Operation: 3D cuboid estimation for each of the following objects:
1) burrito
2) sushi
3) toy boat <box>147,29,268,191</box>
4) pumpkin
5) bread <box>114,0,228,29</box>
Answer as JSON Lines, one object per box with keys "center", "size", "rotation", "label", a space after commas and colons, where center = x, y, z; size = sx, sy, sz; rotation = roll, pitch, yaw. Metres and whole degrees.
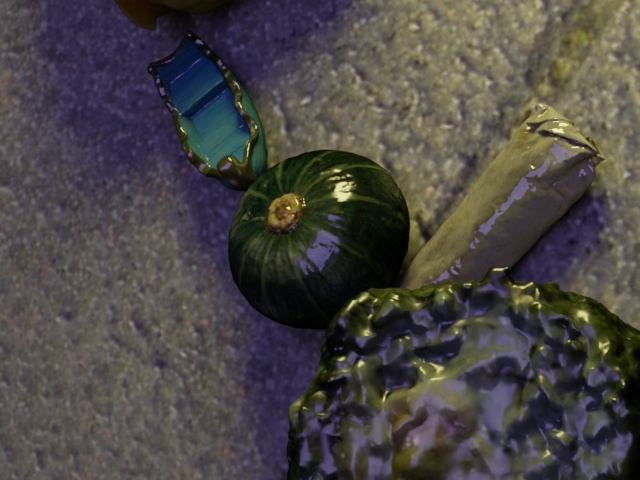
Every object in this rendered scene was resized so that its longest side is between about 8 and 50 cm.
{"center": [0.132, 0.007, 1.651], "size": [0.275, 0.059, 0.082], "rotation": [-51, 57, 8], "label": "burrito"}
{"center": [0.118, 0.198, 1.525], "size": [0.294, 0.178, 0.351], "rotation": [7, 86, 16], "label": "sushi"}
{"center": [-0.101, -0.111, 1.761], "size": [0.075, 0.077, 0.185], "rotation": [-38, 57, 15], "label": "toy boat"}
{"center": [-0.001, -0.002, 1.677], "size": [0.167, 0.125, 0.167], "rotation": [-14, 68, 37], "label": "pumpkin"}
{"center": [-0.111, -0.393, 1.767], "size": [0.341, 0.210, 0.300], "rotation": [-28, 71, 18], "label": "bread"}
